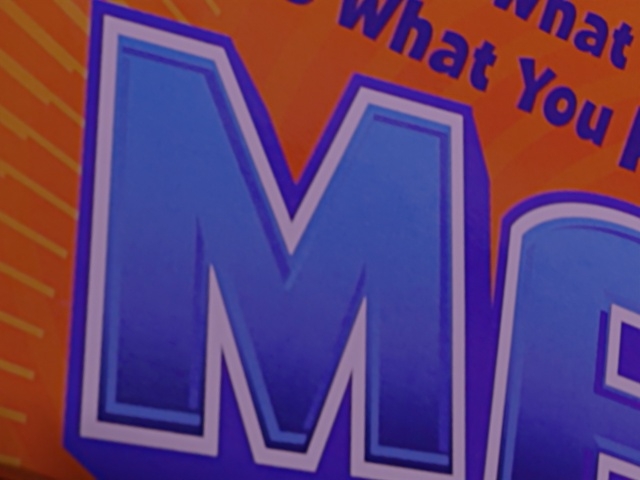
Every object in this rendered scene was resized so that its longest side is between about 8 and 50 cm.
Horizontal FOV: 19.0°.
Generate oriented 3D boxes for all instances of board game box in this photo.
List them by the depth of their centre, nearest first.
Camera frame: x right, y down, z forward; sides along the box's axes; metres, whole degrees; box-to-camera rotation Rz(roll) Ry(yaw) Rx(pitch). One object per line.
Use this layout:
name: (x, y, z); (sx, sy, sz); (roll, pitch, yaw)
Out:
board game box: (-0.046, 0.129, 0.548); (0.356, 0.356, 0.356); (21, -24, -30)
